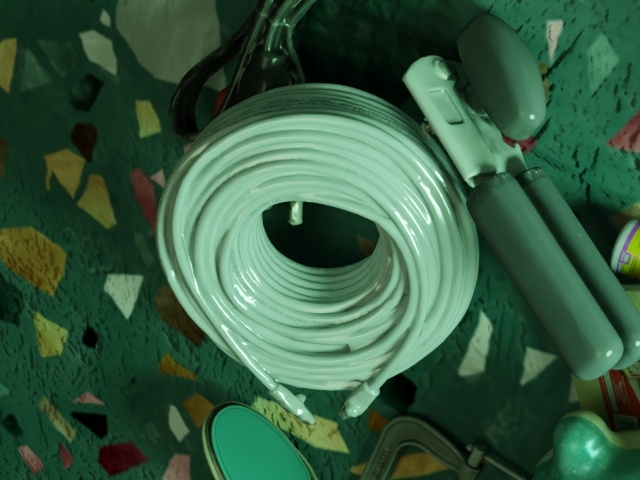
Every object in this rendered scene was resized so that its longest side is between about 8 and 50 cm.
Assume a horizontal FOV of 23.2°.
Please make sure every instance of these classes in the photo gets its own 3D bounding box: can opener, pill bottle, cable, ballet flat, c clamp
[{"bbox_3d":[0.150,-0.033,1.122,0.093,0.074,0.280,-44,66,44],"label":"can opener"},{"bbox_3d":[0.257,0.018,1.139,0.083,0.043,0.043,24,122,23],"label":"pill bottle"},{"bbox_3d":[-0.036,-0.161,1.262,0.139,0.072,0.287,29,112,27],"label":"cable"},{"bbox_3d":[-0.026,0.255,1.419,0.248,0.086,0.086,49,129,4],"label":"ballet flat"},{"bbox_3d":[0.096,0.222,1.352,0.137,0.022,0.161,39,128,14],"label":"c clamp"},{"bbox_3d":[0.000,0.000,1.232,0.257,0.089,0.257,42,120,-15],"label":"cable"}]

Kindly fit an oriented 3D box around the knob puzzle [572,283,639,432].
[{"bbox_3d":[0.280,0.102,1.157,0.213,0.030,0.213,21,135,23],"label":"knob puzzle"}]

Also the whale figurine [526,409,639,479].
[{"bbox_3d":[0.250,0.217,1.147,0.216,0.141,0.272,43,140,-3],"label":"whale figurine"}]
